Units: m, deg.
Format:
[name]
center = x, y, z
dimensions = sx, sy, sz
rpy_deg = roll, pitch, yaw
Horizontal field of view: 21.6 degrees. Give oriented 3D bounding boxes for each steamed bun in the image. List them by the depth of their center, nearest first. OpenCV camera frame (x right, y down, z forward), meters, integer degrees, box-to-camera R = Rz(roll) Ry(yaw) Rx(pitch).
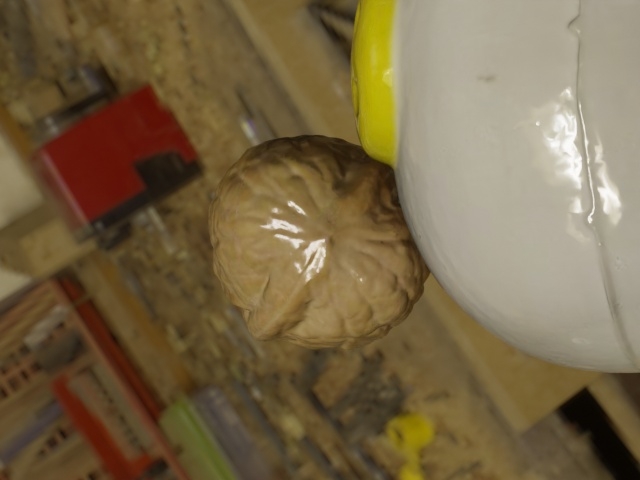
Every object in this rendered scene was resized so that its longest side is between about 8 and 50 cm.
[steamed bun]
center = 0.191, -0.101, 1.089
dimensions = 0.334, 0.334, 0.374
rpy_deg = 161, 115, -66

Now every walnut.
[walnut]
center = 0.000, 0.000, 1.595
dimensions = 0.225, 0.225, 0.261
rpy_deg = 58, 175, -1
